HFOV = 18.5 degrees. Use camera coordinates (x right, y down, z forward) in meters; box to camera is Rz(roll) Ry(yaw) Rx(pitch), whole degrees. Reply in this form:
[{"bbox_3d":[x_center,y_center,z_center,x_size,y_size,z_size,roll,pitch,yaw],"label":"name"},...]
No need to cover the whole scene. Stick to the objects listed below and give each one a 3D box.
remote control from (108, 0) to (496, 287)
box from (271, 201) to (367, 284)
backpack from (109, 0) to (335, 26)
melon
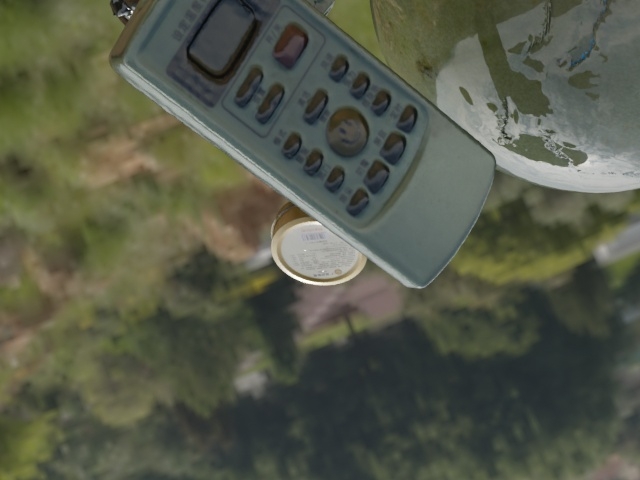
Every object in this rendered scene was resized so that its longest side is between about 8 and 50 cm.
[{"bbox_3d":[-0.004,-0.087,1.354,0.123,0.285,0.038,-57,-161,-15],"label":"remote control"},{"bbox_3d":[0.000,0.000,2.048,0.105,0.037,0.105,4,134,4],"label":"box"},{"bbox_3d":[-0.100,-0.260,2.036,0.207,0.253,0.140,-48,129,-2],"label":"backpack"},{"bbox_3d":[0.198,-0.173,1.511,0.268,0.330,0.268,-37,141,-37],"label":"melon"}]
